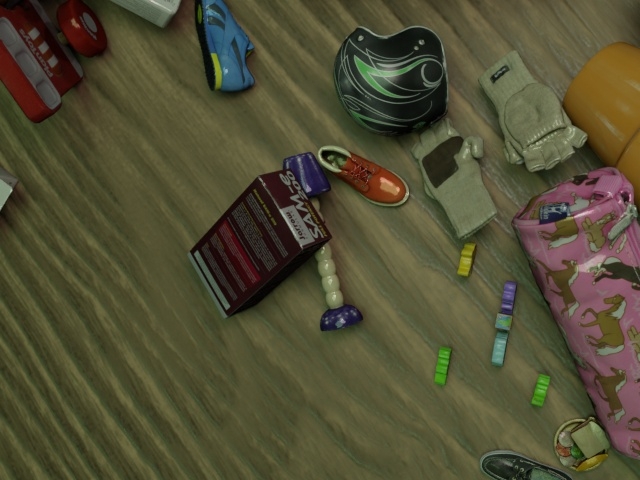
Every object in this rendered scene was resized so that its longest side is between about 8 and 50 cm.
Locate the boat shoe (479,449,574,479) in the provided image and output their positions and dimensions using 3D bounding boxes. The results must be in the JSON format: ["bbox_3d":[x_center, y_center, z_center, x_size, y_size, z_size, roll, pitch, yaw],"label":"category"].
[{"bbox_3d":[0.307,0.346,1.197,0.142,0.040,0.049,11,90,15],"label":"boat shoe"}]

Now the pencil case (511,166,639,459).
[{"bbox_3d":[0.399,0.102,1.084,0.160,0.167,0.386,-24,99,8],"label":"pencil case"}]

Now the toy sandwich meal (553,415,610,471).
[{"bbox_3d":[0.385,0.300,1.184,0.085,0.029,0.086,-1,87,15],"label":"toy sandwich meal"}]

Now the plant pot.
[{"bbox_3d":[0.448,-0.171,1.120,0.205,0.205,0.188,-46,62,8],"label":"plant pot"}]

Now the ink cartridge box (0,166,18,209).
[{"bbox_3d":[-0.624,-0.097,1.453,0.181,0.061,0.104,35,96,14],"label":"ink cartridge box"}]

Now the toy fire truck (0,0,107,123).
[{"bbox_3d":[-0.498,-0.359,1.311,0.169,0.254,0.302,-24,114,12],"label":"toy fire truck"}]

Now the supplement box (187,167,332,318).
[{"bbox_3d":[-0.100,0.008,1.247,0.239,0.073,0.130,-41,76,44],"label":"supplement box"}]

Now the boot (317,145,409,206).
[{"bbox_3d":[0.065,-0.102,1.263,0.157,0.084,0.059,28,92,13],"label":"boot"}]

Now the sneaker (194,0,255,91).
[{"bbox_3d":[-0.160,-0.344,1.352,0.082,0.069,0.209,-9,74,-19],"label":"sneaker"}]

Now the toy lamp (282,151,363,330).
[{"bbox_3d":[0.000,0.000,1.256,0.080,0.080,0.275,-16,93,13],"label":"toy lamp"}]

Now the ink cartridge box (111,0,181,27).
[{"bbox_3d":[-0.337,-0.532,1.322,0.296,0.066,0.261,25,68,-21],"label":"ink cartridge box"}]

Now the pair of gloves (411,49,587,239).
[{"bbox_3d":[0.252,-0.138,1.195,0.240,0.042,0.204,-44,50,21],"label":"pair of gloves"}]

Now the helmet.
[{"bbox_3d":[0.102,-0.242,1.221,0.161,0.169,0.170,-9,85,-2],"label":"helmet"}]

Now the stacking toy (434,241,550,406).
[{"bbox_3d":[0.276,0.127,1.216,0.166,0.052,0.221,12,92,17],"label":"stacking toy"}]
